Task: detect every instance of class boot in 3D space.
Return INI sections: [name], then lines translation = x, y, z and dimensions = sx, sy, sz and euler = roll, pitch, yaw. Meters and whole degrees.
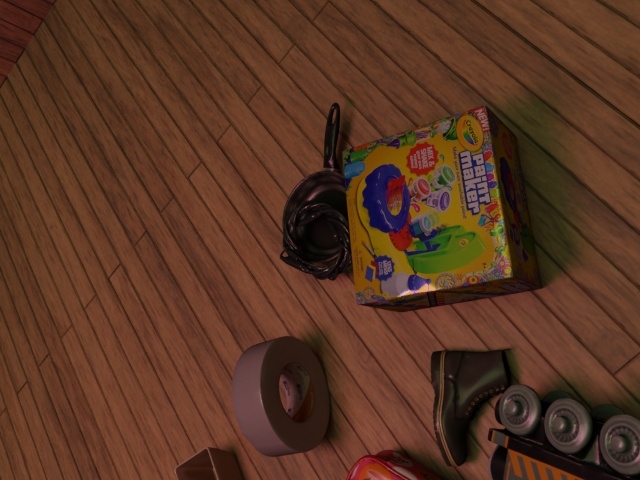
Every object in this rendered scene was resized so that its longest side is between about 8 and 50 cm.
[boot]
translation = 0.267, 0.282, 1.094
dimensions = 0.137, 0.077, 0.197
euler = -12, 75, 27

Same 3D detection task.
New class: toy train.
[toy train]
translation = 0.379, 0.327, 0.922
dimensions = 0.334, 0.142, 0.190
euler = 4, 80, 58

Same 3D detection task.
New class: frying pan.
[frying pan]
translation = -0.005, -0.110, 1.371
dimensions = 0.197, 0.053, 0.325
euler = -20, 70, 30

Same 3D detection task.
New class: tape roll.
[tape roll]
translation = -0.072, 0.298, 1.230
dimensions = 0.072, 0.219, 0.219
euler = -20, 69, 31

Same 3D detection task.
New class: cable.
[cable]
translation = 0.000, 0.000, 1.306
dimensions = 0.185, 0.047, 0.150
euler = 23, 91, 37

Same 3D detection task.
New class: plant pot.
[plant pot]
translation = -0.228, 0.510, 1.368
dimensions = 0.109, 0.096, 0.109
euler = -38, 62, 22

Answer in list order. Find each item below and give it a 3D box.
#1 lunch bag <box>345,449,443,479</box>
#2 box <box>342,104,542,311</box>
[lunch bag]
translation = 0.153, 0.526, 1.075
dimensions = 0.293, 0.120, 0.258
euler = 22, 90, 29
[box]
translation = 0.211, -0.040, 1.135
dimensions = 0.279, 0.177, 0.289
euler = -14, 72, 30
